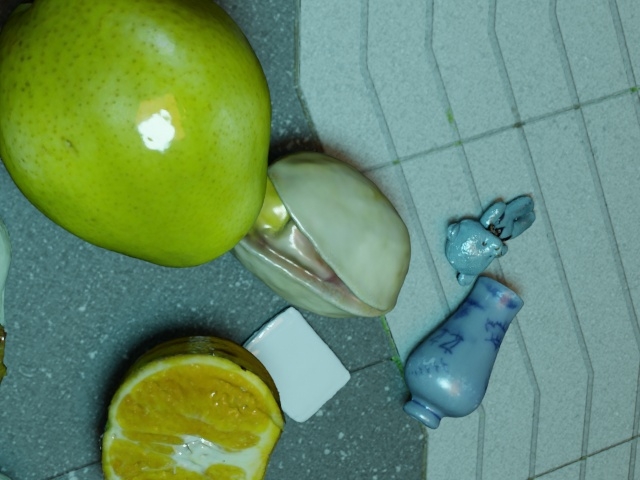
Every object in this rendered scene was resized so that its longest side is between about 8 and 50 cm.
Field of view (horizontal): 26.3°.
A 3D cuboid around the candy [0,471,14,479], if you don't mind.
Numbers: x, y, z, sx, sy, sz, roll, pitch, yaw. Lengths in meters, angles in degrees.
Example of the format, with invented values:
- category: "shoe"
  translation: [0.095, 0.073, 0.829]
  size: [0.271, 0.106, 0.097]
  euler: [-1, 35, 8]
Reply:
- category: "candy"
  translation: [-0.545, 0.420, 1.940]
  size: [0.295, 0.185, 0.295]
  euler: [-13, 146, -9]

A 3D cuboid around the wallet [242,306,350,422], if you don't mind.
- category: "wallet"
  translation: [-0.043, 0.198, 2.173]
  size: [0.124, 0.032, 0.183]
  euler: [-42, 118, -5]

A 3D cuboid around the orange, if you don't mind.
- category: "orange"
  translation: [-0.184, 0.274, 2.015]
  size: [0.274, 0.274, 0.310]
  euler: [-21, 157, -16]

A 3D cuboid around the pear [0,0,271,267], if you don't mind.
- category: "pear"
  translation: [-0.238, -0.158, 1.771]
  size: [0.362, 0.362, 0.418]
  euler: [-35, 113, -9]

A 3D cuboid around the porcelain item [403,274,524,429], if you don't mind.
- category: "porcelain item"
  translation: [0.230, 0.186, 2.236]
  size: [0.141, 0.141, 0.259]
  euler: [36, 84, -30]

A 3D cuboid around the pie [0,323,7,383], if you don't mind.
- category: "pie"
  translation: [-0.580, 0.167, 1.839]
  size: [0.354, 0.103, 0.288]
  euler: [-35, 112, 15]

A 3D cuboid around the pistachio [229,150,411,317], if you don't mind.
- category: "pistachio"
  translation: [0.000, 0.000, 2.008]
  size: [0.309, 0.230, 0.230]
  euler: [33, 93, -37]

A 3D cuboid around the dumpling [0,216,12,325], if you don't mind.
- category: "dumpling"
  translation: [-0.507, 0.017, 1.860]
  size: [0.166, 0.126, 0.216]
  euler: [-5, 129, 6]

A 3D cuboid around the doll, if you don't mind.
- category: "doll"
  translation: [0.283, -0.004, 2.219]
  size: [0.179, 0.075, 0.120]
  euler: [-26, 121, -13]
